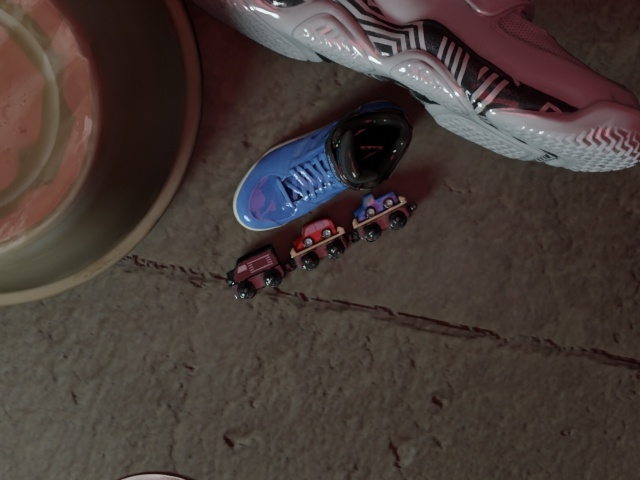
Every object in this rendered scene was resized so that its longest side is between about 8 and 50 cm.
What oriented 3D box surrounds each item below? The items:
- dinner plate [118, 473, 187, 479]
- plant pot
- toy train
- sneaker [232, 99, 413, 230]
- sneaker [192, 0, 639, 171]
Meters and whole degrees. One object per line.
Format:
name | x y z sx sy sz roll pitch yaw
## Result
dinner plate | -0.133 0.254 1.327 0.141 0.017 0.141 -1 96 -6
plant pot | -0.239 -0.096 1.139 0.323 0.280 0.323 -1 97 -4
toy train | 0.000 0.000 1.302 0.158 0.027 0.036 -25 88 -2
sneaker | 0.002 -0.055 1.264 0.152 0.084 0.058 -29 99 -1
sneaker | 0.092 -0.200 1.195 0.366 0.137 0.210 25 87 10
